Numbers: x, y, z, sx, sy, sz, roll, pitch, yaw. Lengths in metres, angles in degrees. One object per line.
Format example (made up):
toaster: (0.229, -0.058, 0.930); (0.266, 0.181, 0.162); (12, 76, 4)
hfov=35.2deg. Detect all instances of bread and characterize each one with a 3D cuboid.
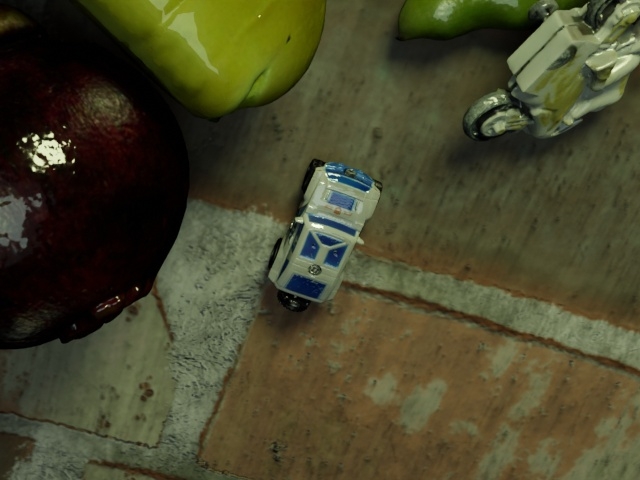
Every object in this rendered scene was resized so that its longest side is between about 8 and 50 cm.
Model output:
bread: (-0.152, -0.272, 0.842); (0.208, 0.251, 0.376); (-41, 109, 1)

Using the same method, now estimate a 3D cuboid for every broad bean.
broad bean: (0.218, -0.254, 0.952); (0.318, 0.056, 0.098); (-25, 115, 8)

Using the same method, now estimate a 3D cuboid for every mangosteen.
mangosteen: (-0.285, -0.073, 0.926); (0.307, 0.307, 0.347); (-31, 88, 15)

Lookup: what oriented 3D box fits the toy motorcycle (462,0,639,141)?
toy motorcycle: (0.246, -0.163, 0.967); (0.151, 0.074, 0.229); (10, 137, -42)

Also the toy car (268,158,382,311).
toy car: (0.000, 0.000, 1.073); (0.080, 0.070, 0.170); (20, 115, -11)
